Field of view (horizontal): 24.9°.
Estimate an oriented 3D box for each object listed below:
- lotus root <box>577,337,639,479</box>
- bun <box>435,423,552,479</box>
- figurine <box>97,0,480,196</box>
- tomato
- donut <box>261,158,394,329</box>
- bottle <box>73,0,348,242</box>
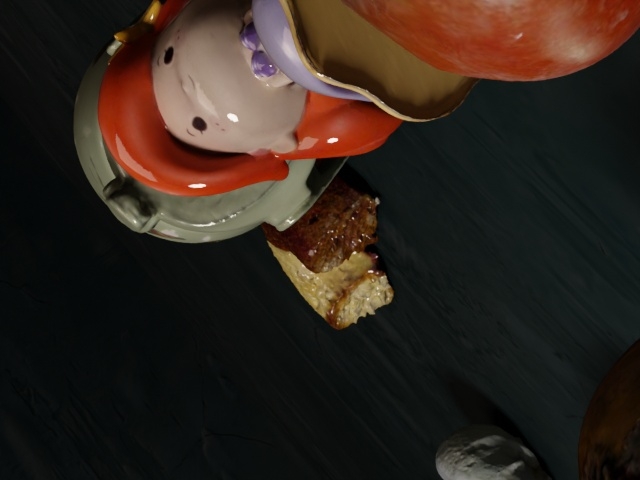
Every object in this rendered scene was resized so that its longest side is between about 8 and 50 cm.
[{"bbox_3d":[0.243,0.137,0.687,0.272,0.192,0.272,59,175,9],"label":"lotus root"},{"bbox_3d":[0.183,0.240,1.446,0.141,0.083,0.141,45,174,6],"label":"bun"},{"bbox_3d":[-0.011,-0.121,0.912,0.181,0.208,0.257,39,154,-18],"label":"figurine"},{"bbox_3d":[0.071,-0.161,0.656,0.181,0.155,0.214,39,160,35],"label":"tomato"},{"bbox_3d":[0.001,0.000,1.442,0.141,0.085,0.217,45,166,31],"label":"donut"},{"bbox_3d":[-0.092,-0.103,1.184,0.229,0.229,0.352,55,173,-8],"label":"bottle"}]
